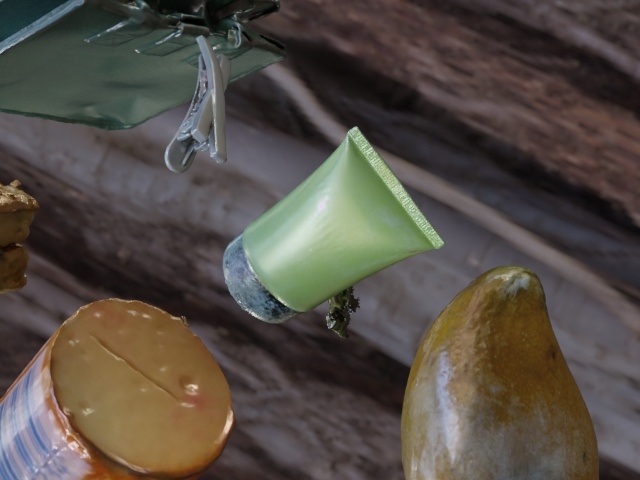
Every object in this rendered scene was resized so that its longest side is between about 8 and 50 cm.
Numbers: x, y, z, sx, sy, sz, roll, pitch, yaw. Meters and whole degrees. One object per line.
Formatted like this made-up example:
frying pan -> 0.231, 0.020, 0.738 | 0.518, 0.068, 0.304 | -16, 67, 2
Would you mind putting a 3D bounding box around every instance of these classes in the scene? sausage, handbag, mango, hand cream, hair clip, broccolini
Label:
sausage -> -0.264, 0.235, 1.822 | 0.233, 0.233, 0.287 | -37, -9, -49
handbag -> -0.213, -0.200, 1.570 | 0.269, 0.274, 0.100 | 5, -108, -44
mango -> 0.173, 0.183, 1.545 | 0.146, 0.193, 0.316 | 177, 91, -72
hand cream -> 0.000, 0.000, 1.080 | 0.175, 0.095, 0.046 | -35, 3, 42
hair clip -> -0.078, -0.088, 1.030 | 0.030, 0.039, 0.115 | 50, -152, -32
broccolini -> 0.037, 0.036, 2.146 | 0.271, 0.062, 0.123 | 82, -166, -69

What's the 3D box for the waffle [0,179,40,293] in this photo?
waffle -> -0.402, -0.041, 1.262 | 0.213, 0.308, 0.091 | -16, -53, -57
